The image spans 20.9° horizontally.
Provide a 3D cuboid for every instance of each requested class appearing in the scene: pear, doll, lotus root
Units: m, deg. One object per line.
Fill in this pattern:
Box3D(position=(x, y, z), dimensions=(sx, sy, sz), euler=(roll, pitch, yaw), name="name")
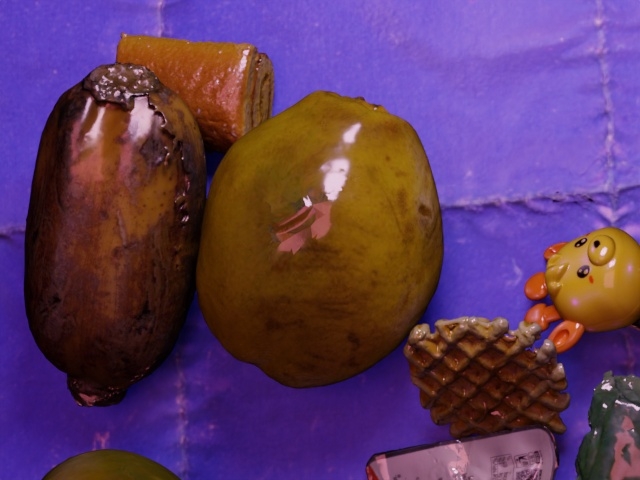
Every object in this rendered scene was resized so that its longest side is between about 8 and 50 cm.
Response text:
Box3D(position=(0.000, 0.000, 1.845), dimensions=(0.269, 0.269, 0.321), euler=(33, 106, 18), name="pear")
Box3D(position=(0.314, 0.042, 1.809), dimensions=(0.220, 0.135, 0.143), euler=(-17, 48, 22), name="doll")
Box3D(position=(-0.228, 0.000, 1.920), dimensions=(0.196, 0.179, 0.398), euler=(19, 115, 22), name="lotus root")

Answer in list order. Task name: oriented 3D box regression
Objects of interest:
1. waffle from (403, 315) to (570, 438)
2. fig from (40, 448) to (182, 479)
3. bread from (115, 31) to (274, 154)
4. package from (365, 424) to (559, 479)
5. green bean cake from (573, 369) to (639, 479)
Box3D(position=(0.177, 0.148, 1.824), dimensions=(0.169, 0.183, 0.036), euler=(-3, 42, 23), name="waffle")
Box3D(position=(-0.210, 0.395, 1.873), dimensions=(0.316, 0.316, 0.316), euler=(-1, 85, 18), name="fig")
Box3D(position=(-0.144, -0.165, 1.975), dimensions=(0.172, 0.103, 0.132), euler=(6, 94, 20), name="bread")
Box3D(position=(0.163, 0.290, 1.859), dimensions=(0.232, 0.040, 0.166), euler=(-17, 81, 32), name="package")
Box3D(position=(0.417, 0.209, 1.727), dimensions=(0.307, 0.169, 0.300), euler=(19, 92, 20), name="green bean cake")
